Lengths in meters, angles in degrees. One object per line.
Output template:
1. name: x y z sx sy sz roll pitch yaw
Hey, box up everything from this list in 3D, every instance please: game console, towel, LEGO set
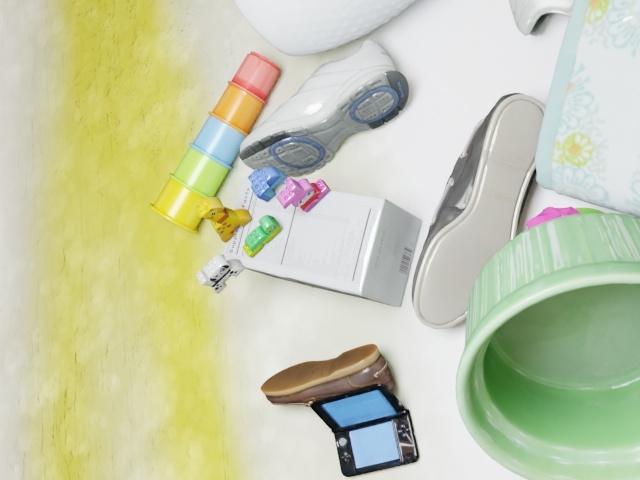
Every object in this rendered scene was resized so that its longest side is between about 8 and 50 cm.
1. game console: 0.060 0.266 1.054 0.122 0.071 0.107 -21 68 25
2. towel: 0.417 -0.202 0.847 0.320 0.090 0.374 27 112 51
3. LEGO set: -0.111 -0.035 1.053 0.227 0.093 0.087 -43 61 15

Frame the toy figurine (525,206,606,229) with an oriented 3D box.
1. toy figurine: 0.292 0.025 0.927 0.130 0.159 0.173 22 90 32

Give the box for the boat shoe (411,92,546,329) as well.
1. boat shoe: 0.216 -0.038 1.040 0.112 0.095 0.335 23 94 -4

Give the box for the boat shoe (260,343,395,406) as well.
1. boat shoe: 0.008 0.212 1.098 0.207 0.073 0.073 -19 109 31

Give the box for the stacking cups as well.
1. stacking cups: -0.174 -0.170 1.293 0.096 0.096 0.316 29 89 32

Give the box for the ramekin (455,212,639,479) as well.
1. ramekin: 0.299 0.117 0.825 0.303 0.303 0.148 -25 27 23

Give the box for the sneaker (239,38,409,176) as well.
1. sneaker: -0.001 -0.204 1.202 0.297 0.111 0.129 -27 50 18

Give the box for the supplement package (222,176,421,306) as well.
1. supplement package: 0.000 0.000 1.116 0.244 0.134 0.139 12 84 32

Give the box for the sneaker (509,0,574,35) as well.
1. sneaker: 0.381 -0.346 1.019 0.262 0.099 0.121 -9 93 27

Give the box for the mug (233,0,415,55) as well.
1. mug: 0.003 -0.447 1.087 0.328 0.374 0.276 -36 68 25
